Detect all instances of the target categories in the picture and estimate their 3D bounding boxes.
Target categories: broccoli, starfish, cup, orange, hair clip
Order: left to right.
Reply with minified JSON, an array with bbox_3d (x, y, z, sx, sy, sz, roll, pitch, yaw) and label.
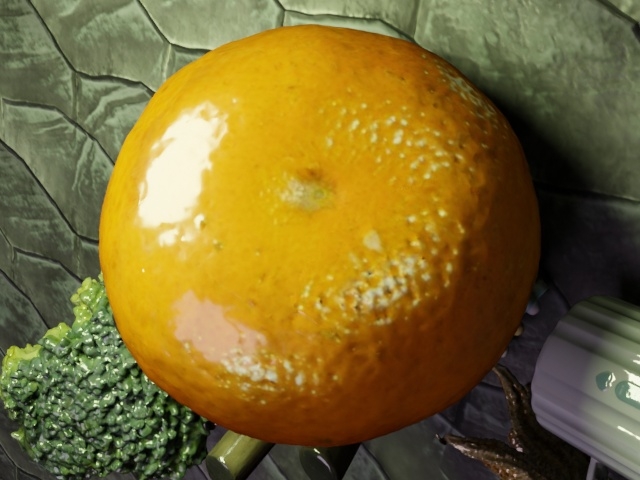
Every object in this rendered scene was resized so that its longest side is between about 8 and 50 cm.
[{"bbox_3d":[-0.274,0.189,2.098,0.348,0.281,0.293,-38,111,21],"label":"broccoli"},{"bbox_3d":[0.000,0.000,1.451,0.424,0.424,0.326,45,167,12],"label":"orange"},{"bbox_3d":[0.196,0.091,1.604,0.056,0.062,0.214,40,147,0],"label":"hair clip"},{"bbox_3d":[0.245,0.260,1.538,0.084,0.301,0.293,-44,78,23],"label":"starfish"},{"bbox_3d":[0.303,0.170,1.409,0.202,0.221,0.167,26,155,40],"label":"cup"}]

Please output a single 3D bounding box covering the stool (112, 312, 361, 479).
[{"bbox_3d":[-0.050,0.118,1.778,0.310,0.226,0.310,-16,107,53],"label":"stool"}]
